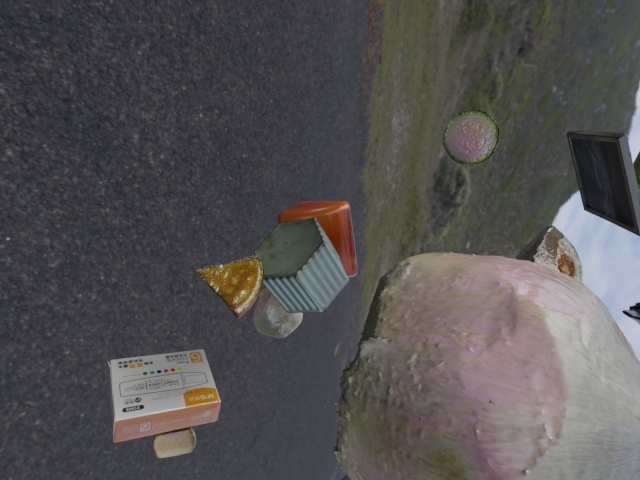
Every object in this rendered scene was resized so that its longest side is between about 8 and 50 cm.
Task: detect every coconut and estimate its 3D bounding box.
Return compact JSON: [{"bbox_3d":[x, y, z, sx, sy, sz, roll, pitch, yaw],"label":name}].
[{"bbox_3d":[-0.148,0.244,1.465,0.194,0.194,0.195,18,90,-73],"label":"coconut"},{"bbox_3d":[0.250,0.215,0.574,0.404,0.403,0.405,18,90,-73],"label":"coconut"}]

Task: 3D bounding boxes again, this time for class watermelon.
[{"bbox_3d":[0.601,0.146,1.193,0.322,0.175,0.188,-52,171,-8],"label":"watermelon"}]

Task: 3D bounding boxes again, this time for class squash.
[{"bbox_3d":[0.313,-0.206,0.864,0.132,0.105,0.105,-21,126,-62],"label":"squash"}]

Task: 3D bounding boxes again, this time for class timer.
[{"bbox_3d":[0.000,0.000,1.455,0.161,0.249,0.258,-25,111,-56],"label":"timer"}]

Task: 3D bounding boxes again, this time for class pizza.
[{"bbox_3d":[-0.235,0.113,1.084,0.036,0.175,0.185,100,-8,-52],"label":"pizza"}]

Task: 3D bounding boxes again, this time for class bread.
[{"bbox_3d":[-0.402,0.549,1.178,0.056,0.115,0.082,-168,-111,-79],"label":"bread"}]

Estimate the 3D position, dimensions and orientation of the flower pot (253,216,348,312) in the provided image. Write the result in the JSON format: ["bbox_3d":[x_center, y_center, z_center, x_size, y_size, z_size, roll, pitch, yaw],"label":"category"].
[{"bbox_3d":[-0.054,0.073,1.230,0.239,0.209,0.190,-47,134,-17],"label":"flower pot"}]

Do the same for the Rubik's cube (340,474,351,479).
[{"bbox_3d":[0.184,0.689,0.862,0.344,0.343,0.338,-33,104,-25],"label":"Rubik's cube"}]

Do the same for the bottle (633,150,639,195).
[{"bbox_3d":[0.790,-0.185,0.975,0.260,0.112,0.112,-50,155,-22],"label":"bottle"}]

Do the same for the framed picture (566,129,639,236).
[{"bbox_3d":[0.565,-0.126,0.850,0.260,0.023,0.189,-54,126,-71],"label":"framed picture"}]

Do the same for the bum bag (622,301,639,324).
[{"bbox_3d":[0.732,0.173,0.889,0.309,0.137,0.075,13,99,-43],"label":"bum bag"}]

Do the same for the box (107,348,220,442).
[{"bbox_3d":[-0.434,0.417,1.182,0.273,0.221,0.091,0,120,-32],"label":"box"}]
